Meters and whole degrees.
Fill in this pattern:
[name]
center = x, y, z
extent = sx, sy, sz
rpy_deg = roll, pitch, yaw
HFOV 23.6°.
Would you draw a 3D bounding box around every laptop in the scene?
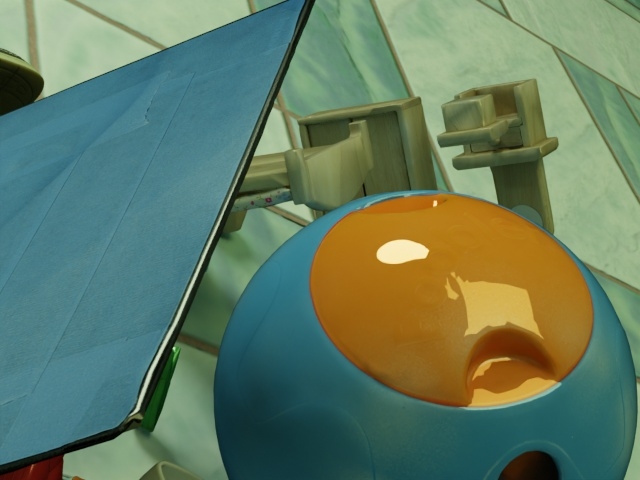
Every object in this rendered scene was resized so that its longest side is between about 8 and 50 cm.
[laptop]
center = -0.263, -0.054, 0.743
extent = 0.407, 0.236, 0.382
rpy_deg = 29, 34, -8

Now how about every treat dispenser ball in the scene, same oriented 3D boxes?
[treat dispenser ball]
center = 0.071, 0.109, 1.051
extent = 0.288, 0.288, 0.288
rpy_deg = 32, 27, -18

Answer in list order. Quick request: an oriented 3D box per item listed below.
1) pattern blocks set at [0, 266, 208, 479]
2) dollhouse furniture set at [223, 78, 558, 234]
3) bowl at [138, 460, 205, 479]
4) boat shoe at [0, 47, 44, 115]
[pattern blocks set]
center = -0.117, 0.049, 0.927
extent = 0.026, 0.285, 0.325
rpy_deg = 17, -9, 6
[dollhouse furniture set]
center = 0.000, 0.000, 1.209
extent = 0.355, 0.303, 0.174
rpy_deg = -29, 110, -62
[bowl]
center = -0.066, 0.211, 0.932
extent = 0.142, 0.053, 0.142
rpy_deg = 57, 6, 28
[boat shoe]
center = -0.310, -0.140, 1.157
extent = 0.223, 0.080, 0.073
rpy_deg = 1, 51, -47
